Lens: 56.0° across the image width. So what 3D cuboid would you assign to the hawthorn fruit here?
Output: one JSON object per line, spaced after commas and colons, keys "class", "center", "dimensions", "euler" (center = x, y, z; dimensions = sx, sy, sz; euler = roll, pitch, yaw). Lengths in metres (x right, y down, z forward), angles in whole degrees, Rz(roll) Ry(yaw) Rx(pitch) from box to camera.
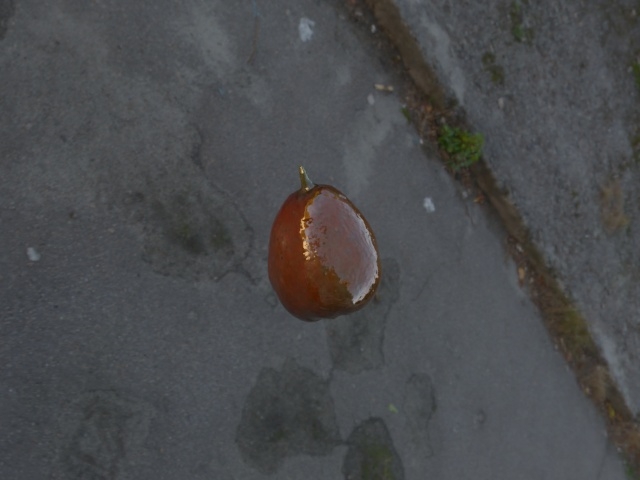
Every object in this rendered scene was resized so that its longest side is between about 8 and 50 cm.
{"class": "hawthorn fruit", "center": [0.000, 0.000, 0.959], "dimensions": [0.199, 0.199, 0.252], "euler": [-30, 115, -48]}
